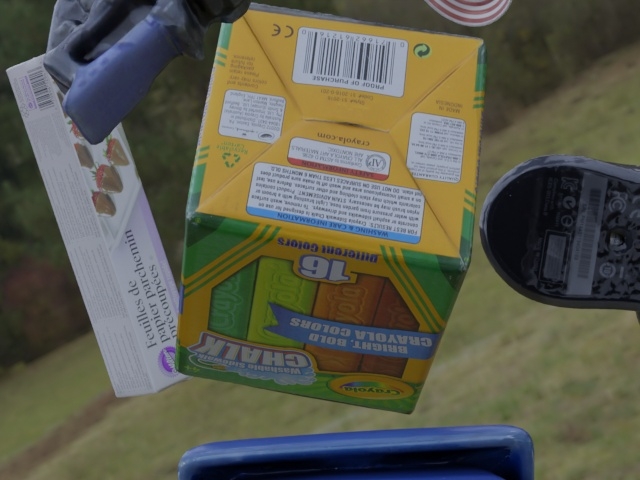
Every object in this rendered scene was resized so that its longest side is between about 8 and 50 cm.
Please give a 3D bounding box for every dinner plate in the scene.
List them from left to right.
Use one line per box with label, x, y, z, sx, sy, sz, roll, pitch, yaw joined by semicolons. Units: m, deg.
dinner plate;0.116;-0.249;1.431;0.017;0.141;0.141;-33;13;-31

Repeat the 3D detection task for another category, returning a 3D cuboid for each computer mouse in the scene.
computer mouse;0.260;0.010;1.311;0.272;0.188;0.072;15;10;15

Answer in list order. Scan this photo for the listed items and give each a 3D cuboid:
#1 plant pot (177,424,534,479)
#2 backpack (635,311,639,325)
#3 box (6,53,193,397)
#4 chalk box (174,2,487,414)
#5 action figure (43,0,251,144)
plant pot;0.026;0.234;0.940;0.236;0.236;0.212;-3;33;-1
backpack;0.437;0.134;1.607;0.273;0.290;0.355;-15;57;33
box;-0.197;-0.018;1.543;0.063;0.324;0.067;-23;7;-42
chalk box;0.000;0.000;1.174;0.180;0.179;0.289;9;-31;-1
action figure;-0.033;-0.217;0.578;0.341;0.330;0.178;-56;-20;-14
